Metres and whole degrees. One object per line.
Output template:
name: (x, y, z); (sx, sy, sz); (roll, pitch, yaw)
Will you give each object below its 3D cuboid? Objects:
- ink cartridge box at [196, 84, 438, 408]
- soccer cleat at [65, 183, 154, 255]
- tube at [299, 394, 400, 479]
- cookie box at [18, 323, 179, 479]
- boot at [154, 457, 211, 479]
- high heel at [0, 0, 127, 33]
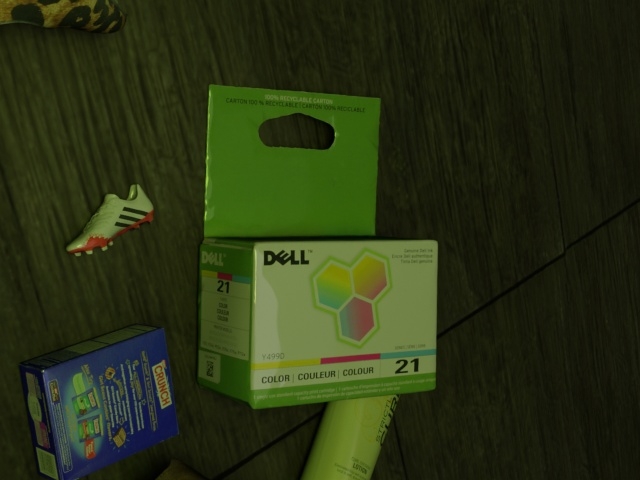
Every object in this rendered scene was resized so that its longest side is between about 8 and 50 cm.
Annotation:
ink cartridge box: (0.000, 0.000, 0.875); (0.188, 0.097, 0.255); (-1, 94, -33)
soccer cleat: (-0.162, -0.015, 0.786); (0.083, 0.029, 0.036); (-32, 108, -41)
tube: (0.034, 0.166, 0.979); (0.070, 0.062, 0.240); (82, 27, -66)
cookie box: (-0.165, 0.121, 0.788); (0.107, 0.040, 0.092); (-17, 107, -41)
boot: (-0.053, 0.263, 0.877); (0.112, 0.115, 0.305); (-47, 146, -13)
high heel: (-0.250, -0.123, 0.667); (0.261, 0.093, 0.186); (15, 102, -53)
